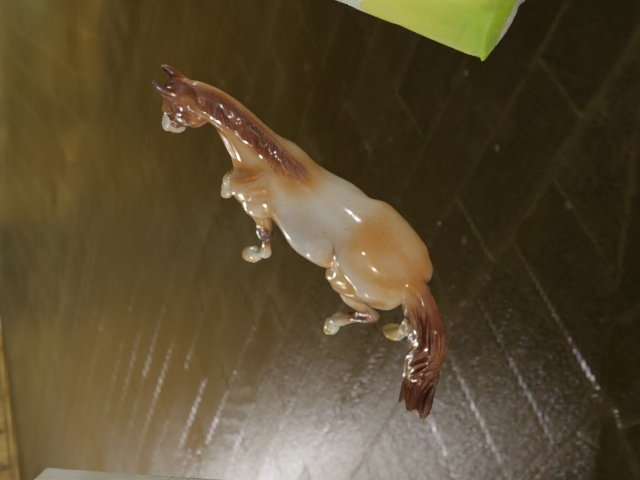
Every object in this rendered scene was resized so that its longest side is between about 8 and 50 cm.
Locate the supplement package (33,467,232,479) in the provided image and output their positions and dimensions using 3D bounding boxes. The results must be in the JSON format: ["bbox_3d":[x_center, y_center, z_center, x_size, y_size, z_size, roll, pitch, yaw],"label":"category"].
[{"bbox_3d":[-0.103,0.205,0.299,0.134,0.244,0.139,-9,114,39],"label":"supplement package"}]

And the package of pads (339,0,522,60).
[{"bbox_3d":[0.054,-0.244,0.619,0.296,0.229,0.101,90,-156,-78],"label":"package of pads"}]

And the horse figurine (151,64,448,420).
[{"bbox_3d":[0.000,0.000,0.637,0.263,0.066,0.174,42,158,9],"label":"horse figurine"}]
